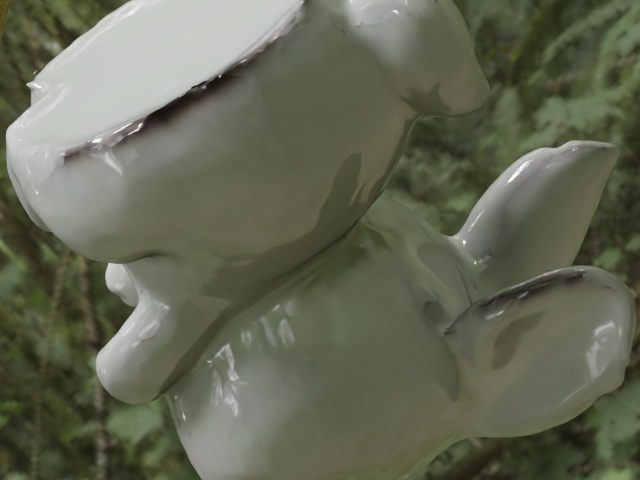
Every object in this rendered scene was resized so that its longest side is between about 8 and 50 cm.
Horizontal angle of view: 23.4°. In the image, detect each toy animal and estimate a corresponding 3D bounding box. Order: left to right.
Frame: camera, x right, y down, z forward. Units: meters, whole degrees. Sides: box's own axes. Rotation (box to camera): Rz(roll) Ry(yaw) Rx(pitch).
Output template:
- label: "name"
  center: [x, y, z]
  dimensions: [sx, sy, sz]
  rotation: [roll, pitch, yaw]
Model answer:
- label: "toy animal"
  center: [0.002, -0.005, 0.523]
  dimensions: [0.178, 0.193, 0.127]
  rotation: [-33, 26, 17]

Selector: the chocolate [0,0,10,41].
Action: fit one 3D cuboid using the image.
- label: "chocolate"
  center: [-0.417, -0.201, 0.970]
  dimensions: [0.162, 0.445, 0.162]
  rotation: [-162, 90, -72]
